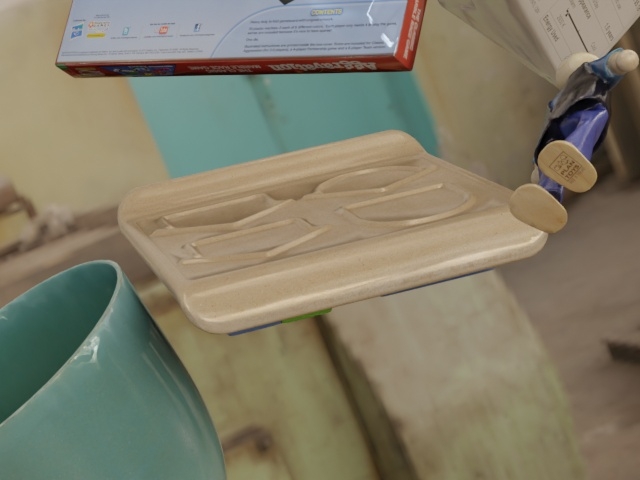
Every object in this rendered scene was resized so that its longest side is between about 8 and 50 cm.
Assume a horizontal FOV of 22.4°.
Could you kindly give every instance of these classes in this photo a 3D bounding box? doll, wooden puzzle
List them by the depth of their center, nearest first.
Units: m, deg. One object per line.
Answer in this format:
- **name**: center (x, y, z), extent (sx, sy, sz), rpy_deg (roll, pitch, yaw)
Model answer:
- **doll**: center (0.177, -0.082, 1.118), extent (0.129, 0.046, 0.189), rpy_deg (-58, 3, 32)
- **wooden puzzle**: center (0.000, 0.000, 1.477), extent (0.322, 0.081, 0.348), rpy_deg (-14, 20, -13)

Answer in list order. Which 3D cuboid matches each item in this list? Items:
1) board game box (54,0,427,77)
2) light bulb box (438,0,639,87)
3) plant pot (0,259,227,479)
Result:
- **board game box**: center (-0.051, -0.182, 1.098), extent (0.281, 0.145, 0.027), rpy_deg (3, -16, 33)
- **light bulb box**: center (0.268, -0.412, 1.741), extent (0.361, 0.225, 0.358), rpy_deg (-49, -29, -1)
- **plant pot**: center (-0.221, 0.199, 1.434), extent (0.293, 0.235, 0.293), rpy_deg (-33, 21, 14)
